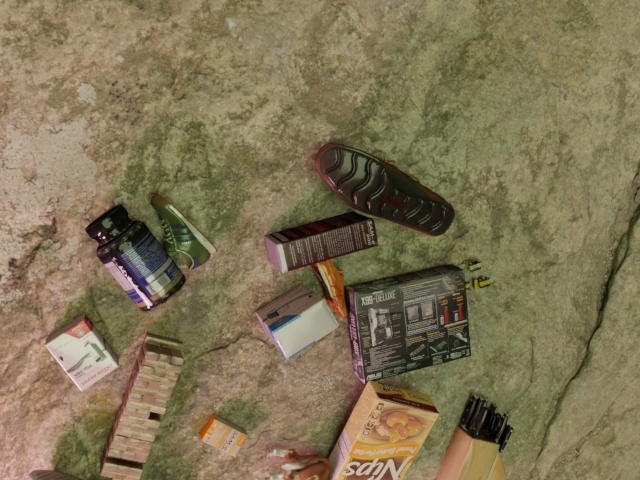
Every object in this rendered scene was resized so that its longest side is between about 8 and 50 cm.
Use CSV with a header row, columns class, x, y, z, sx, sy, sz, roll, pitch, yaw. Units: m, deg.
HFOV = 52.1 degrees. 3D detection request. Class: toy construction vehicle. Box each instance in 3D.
class,x,y,z,sx,sy,sz,roll,pitch,yaw
toy construction vehicle,0.400,0.093,1.747,0.098,0.035,0.086,-19,116,-12

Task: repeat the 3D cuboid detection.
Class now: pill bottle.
class,x,y,z,sx,sy,sz,roll,pitch,yaw
pill bottle,-0.403,0.036,1.418,0.123,0.123,0.219,-36,108,-9

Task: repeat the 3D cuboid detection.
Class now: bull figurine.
class,x,y,z,sx,sy,sz,roll,pitch,yaw
bull figurine,-0.088,0.669,1.643,0.188,0.101,0.310,22,92,-19

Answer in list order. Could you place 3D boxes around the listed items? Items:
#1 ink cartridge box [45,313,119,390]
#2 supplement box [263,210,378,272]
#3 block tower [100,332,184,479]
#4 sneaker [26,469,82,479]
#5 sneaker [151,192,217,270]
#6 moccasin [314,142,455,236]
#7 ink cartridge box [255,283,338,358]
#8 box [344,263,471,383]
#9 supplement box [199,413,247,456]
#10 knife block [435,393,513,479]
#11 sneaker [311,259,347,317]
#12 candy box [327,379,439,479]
class,x,y,z,sx,sy,sz,roll,pitch,yaw
ink cartridge box,-0.525,0.248,1.448,0.099,0.056,0.135,-35,108,-11
supplement box,0.000,0.000,1.542,0.239,0.130,0.073,-16,104,-14
block tower,-0.409,0.388,1.492,0.091,0.097,0.335,19,92,-21
sneaker,-0.526,0.628,1.477,0.321,0.126,0.127,31,83,-22
sneaker,-0.324,-0.011,1.465,0.086,0.064,0.192,-47,113,-11
moccasin,0.152,-0.133,1.576,0.380,0.147,0.139,17,108,-24
ink cartridge box,-0.060,0.184,1.521,0.139,0.190,0.082,-31,106,-11
box,0.226,0.210,1.674,0.307,0.076,0.242,-12,104,-15
supplement box,-0.236,0.474,1.594,0.098,0.036,0.062,33,89,-21
knife block,0.404,0.570,1.798,0.275,0.088,0.242,-27,106,-12
sneaker,0.037,0.110,1.610,0.067,0.064,0.175,-26,109,-19
candy box,0.146,0.523,1.667,0.183,0.087,0.316,18,107,-20
